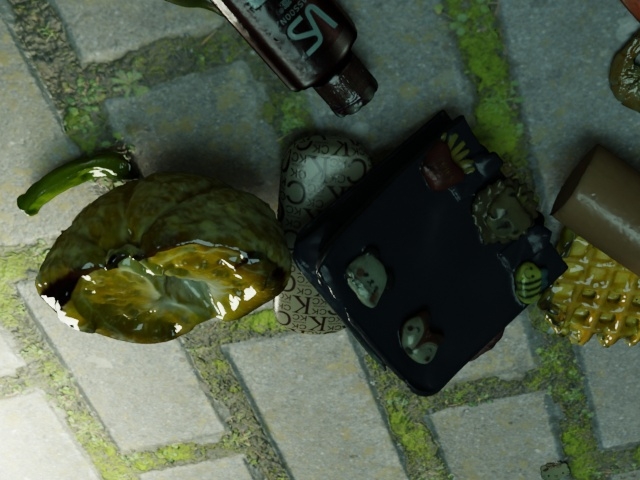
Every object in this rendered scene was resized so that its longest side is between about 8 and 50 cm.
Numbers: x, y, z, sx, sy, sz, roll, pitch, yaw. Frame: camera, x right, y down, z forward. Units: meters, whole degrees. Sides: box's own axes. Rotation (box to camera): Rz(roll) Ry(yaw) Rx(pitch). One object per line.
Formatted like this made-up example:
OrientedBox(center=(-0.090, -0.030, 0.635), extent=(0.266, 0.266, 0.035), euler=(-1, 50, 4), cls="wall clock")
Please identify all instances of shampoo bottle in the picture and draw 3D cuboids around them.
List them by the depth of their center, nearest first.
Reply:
OrientedBox(center=(-0.048, -0.292, 1.352), extent=(0.129, 0.084, 0.323), euler=(-47, 119, -9), cls="shampoo bottle")

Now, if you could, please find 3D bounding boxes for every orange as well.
OrientedBox(center=(-0.217, 0.016, 1.533), extent=(0.369, 0.210, 0.271), euler=(-16, 143, 18), cls="orange")

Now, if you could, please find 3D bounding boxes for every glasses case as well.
OrientedBox(center=(0.000, 0.000, 1.591), extent=(0.137, 0.085, 0.354), euler=(2, 127, -4), cls="glasses case")

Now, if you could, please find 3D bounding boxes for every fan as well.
OrientedBox(center=(0.440, 0.440, 1.978), extent=(0.056, 0.004, 0.083), euler=(-15, 126, 12), cls="fan")

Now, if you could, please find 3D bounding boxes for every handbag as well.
OrientedBox(center=(0.165, 0.020, 1.504), extent=(0.329, 0.122, 0.303), euler=(-41, 116, -3), cls="handbag")

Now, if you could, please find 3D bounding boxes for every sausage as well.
OrientedBox(center=(0.455, -0.016, 1.484), extent=(0.253, 0.123, 0.123), euler=(35, 125, 4), cls="sausage")

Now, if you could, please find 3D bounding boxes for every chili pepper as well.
OrientedBox(center=(-0.358, -0.090, 1.558), extent=(0.202, 0.050, 0.052), euler=(-19, 141, 18), cls="chili pepper")

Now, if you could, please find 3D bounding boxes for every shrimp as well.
OrientedBox(center=(0.441, -0.248, 1.415), extent=(0.099, 0.041, 0.180), euler=(10, 131, 13), cls="shrimp")

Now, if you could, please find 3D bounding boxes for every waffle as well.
OrientedBox(center=(0.456, 0.065, 1.643), extent=(0.262, 0.060, 0.280), euler=(-31, 121, 24), cls="waffle")

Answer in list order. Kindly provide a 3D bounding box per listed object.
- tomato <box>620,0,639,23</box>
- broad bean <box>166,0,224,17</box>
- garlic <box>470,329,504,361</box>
OrientedBox(center=(0.440, -0.349, 1.191), extent=(0.265, 0.265, 0.265), euler=(1, 129, 1), cls="tomato")
OrientedBox(center=(-0.196, -0.329, 1.365), extent=(0.298, 0.043, 0.060), euler=(14, 138, -10), cls="broad bean")
OrientedBox(center=(0.224, 0.124, 1.672), extent=(0.147, 0.102, 0.159), euler=(-16, 125, 9), cls="garlic")
